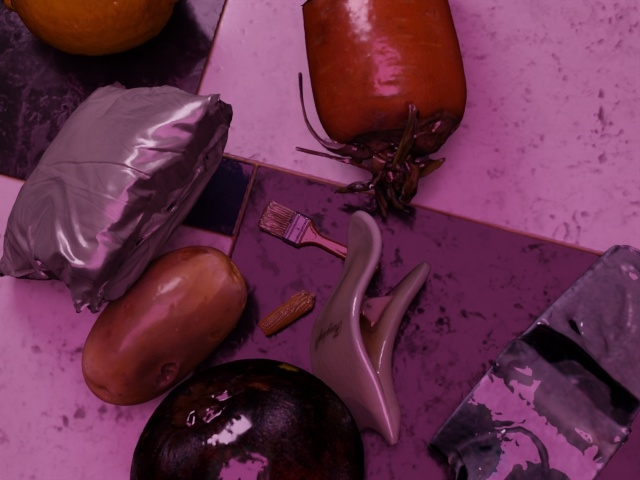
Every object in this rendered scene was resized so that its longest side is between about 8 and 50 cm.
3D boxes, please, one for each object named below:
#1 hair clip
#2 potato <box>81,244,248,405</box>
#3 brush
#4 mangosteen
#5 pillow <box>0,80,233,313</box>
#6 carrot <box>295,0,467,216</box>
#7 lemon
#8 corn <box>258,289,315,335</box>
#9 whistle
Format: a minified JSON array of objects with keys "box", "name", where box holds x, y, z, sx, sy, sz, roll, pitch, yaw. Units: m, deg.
[{"box":[0.053,0.108,1.504,0.113,0.172,0.282,23,69,-12],"name":"hair clip"},{"box":[-0.194,0.104,1.518,0.234,0.146,0.150,-40,124,-5],"name":"potato"},{"box":[0.000,0.000,1.598,0.170,0.014,0.043,26,82,6],"name":"brush"},{"box":[-0.077,0.279,1.430,0.288,0.288,0.288,-1,79,3],"name":"mangosteen"},{"box":[-0.268,-0.062,1.526,0.283,0.138,0.310,19,74,51],"name":"pillow"},{"box":[0.079,-0.205,1.538,0.214,0.193,0.331,-6,80,-40],"name":"carrot"},{"box":[-0.293,-0.331,1.591,0.257,0.188,0.188,3,79,6],"name":"lemon"},{"box":[-0.042,0.090,1.574,0.083,0.027,0.028,-34,100,-3],"name":"corn"},{"box":[0.292,0.169,1.458,0.168,0.188,0.404,39,83,10],"name":"whistle"}]
